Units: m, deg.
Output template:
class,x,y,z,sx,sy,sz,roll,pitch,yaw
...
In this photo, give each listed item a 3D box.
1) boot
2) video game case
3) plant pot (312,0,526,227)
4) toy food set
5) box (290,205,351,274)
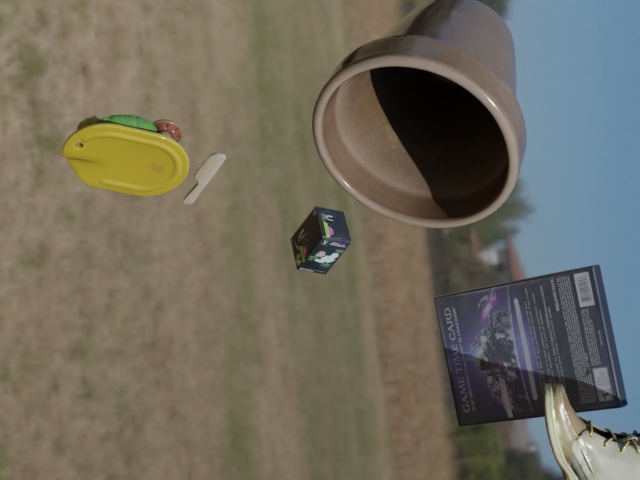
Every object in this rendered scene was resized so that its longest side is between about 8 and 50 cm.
class,x,y,z,sx,sy,sz,roll,pitch,yaw
boot,0.388,0.261,1.888,0.077,0.165,0.213,-65,135,-63
video game case,0.292,0.153,2.053,0.026,0.274,0.196,-7,85,-49
plant pot,0.144,-0.186,1.814,0.229,0.263,0.263,-66,155,-42
toy food set,-0.255,-0.129,2.050,0.128,0.217,0.071,122,-27,-43
box,0.000,0.000,2.163,0.083,0.052,0.062,-51,-140,40
